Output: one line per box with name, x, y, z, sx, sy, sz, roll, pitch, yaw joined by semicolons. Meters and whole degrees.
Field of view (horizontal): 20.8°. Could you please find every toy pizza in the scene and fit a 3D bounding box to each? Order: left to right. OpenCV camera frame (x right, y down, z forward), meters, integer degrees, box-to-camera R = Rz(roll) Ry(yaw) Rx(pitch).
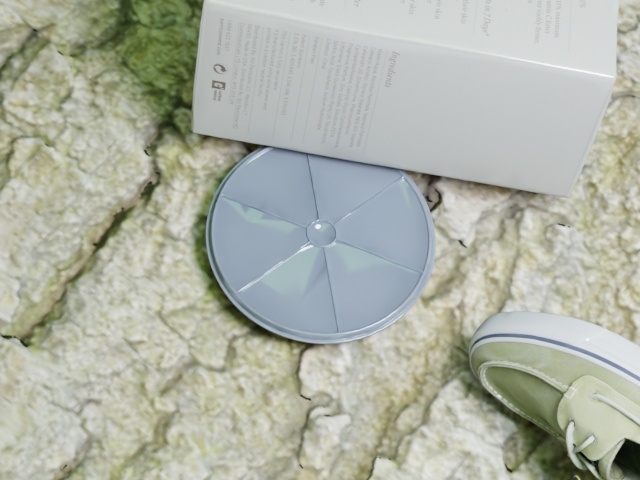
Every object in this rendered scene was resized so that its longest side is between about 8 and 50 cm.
toy pizza;0.000;0.000;1.523;0.201;0.032;0.201;2;65;-5

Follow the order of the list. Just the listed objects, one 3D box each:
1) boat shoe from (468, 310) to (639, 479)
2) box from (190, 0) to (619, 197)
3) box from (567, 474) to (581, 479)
boat shoe;0.244;0.147;1.403;0.302;0.109;0.094;22;51;27
box;0.076;-0.195;1.531;0.345;0.168;0.215;10;52;-1
box;0.130;0.284;1.388;0.232;0.058;0.087;-28;72;-18
